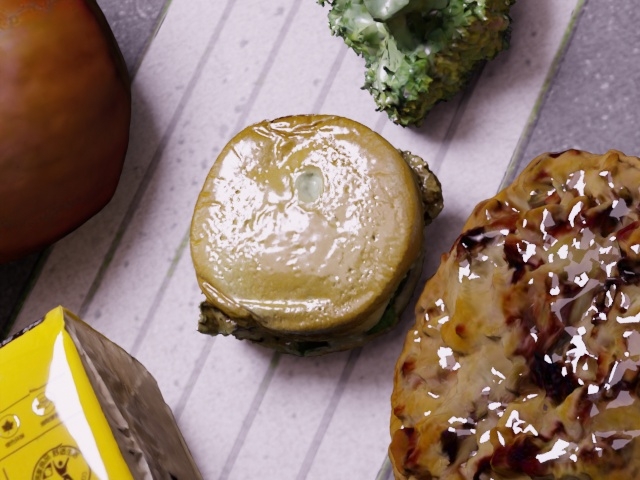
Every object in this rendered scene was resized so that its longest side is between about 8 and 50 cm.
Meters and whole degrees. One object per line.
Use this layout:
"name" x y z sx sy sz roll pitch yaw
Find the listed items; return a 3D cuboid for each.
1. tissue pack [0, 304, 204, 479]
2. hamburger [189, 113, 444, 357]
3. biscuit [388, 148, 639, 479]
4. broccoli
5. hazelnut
"tissue pack" -0.266 0.282 1.478 0.382 0.228 0.293 -32 63 4
"hamburger" 0.000 0.000 1.575 0.215 0.122 0.189 -9 68 14
"biscuit" 0.162 0.085 1.422 0.289 0.081 0.334 27 91 52
"broccoli" 0.067 -0.204 1.601 0.194 0.194 0.220 1 95 23
"hazelnut" -0.350 -0.137 1.670 0.365 0.366 0.366 -10 62 18
